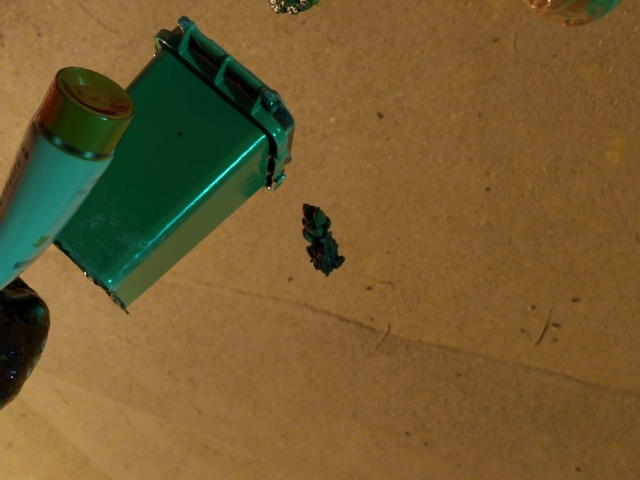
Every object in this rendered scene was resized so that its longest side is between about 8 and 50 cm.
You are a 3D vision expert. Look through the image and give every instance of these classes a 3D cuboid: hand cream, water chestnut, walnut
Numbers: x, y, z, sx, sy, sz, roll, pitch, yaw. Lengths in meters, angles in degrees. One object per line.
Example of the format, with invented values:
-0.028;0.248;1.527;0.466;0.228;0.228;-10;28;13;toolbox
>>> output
-0.310;-0.039;0.865;0.089;0.140;0.314;37;121;-6;hand cream
-0.550;0.128;1.180;0.289;0.244;0.289;11;124;16;water chestnut
0.552;-0.573;1.722;0.225;0.225;0.261;52;154;-15;walnut

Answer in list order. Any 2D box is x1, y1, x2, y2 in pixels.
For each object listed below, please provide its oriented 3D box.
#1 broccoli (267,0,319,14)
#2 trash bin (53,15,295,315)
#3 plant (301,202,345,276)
-0.003;-0.605;1.588;0.321;0.283;0.304;-16;80;43;broccoli
-0.233;-0.102;1.186;0.259;0.381;0.295;40;165;6;trash bin
0.000;0.000;1.741;0.085;0.087;0.174;-4;117;27;plant
